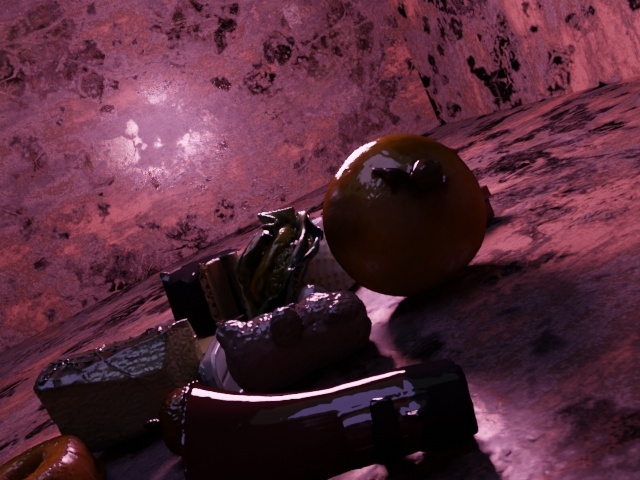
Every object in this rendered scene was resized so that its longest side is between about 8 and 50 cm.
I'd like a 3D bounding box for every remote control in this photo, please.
[{"bbox_3d":[-0.186,0.238,1.202,0.052,0.104,0.247,-23,11,8],"label":"remote control"}]

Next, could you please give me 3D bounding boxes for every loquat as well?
[{"bbox_3d":[0.170,-0.063,1.194,0.328,0.328,0.359,-29,-17,-17],"label":"loquat"}]

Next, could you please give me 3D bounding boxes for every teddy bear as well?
[{"bbox_3d":[-0.043,0.171,1.072,0.267,0.151,0.236,-31,-21,-1],"label":"teddy bear"}]

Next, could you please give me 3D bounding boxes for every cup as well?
[{"bbox_3d":[0.000,0.000,1.867,0.074,0.116,0.104,-18,21,39],"label":"cup"}]

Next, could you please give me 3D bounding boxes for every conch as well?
[{"bbox_3d":[-0.073,0.064,1.503,0.319,0.215,0.303,-21,23,24],"label":"conch"}]

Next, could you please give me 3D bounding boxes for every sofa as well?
[{"bbox_3d":[-0.301,0.143,1.695,0.182,0.200,0.258,-21,4,-44],"label":"sofa"}]

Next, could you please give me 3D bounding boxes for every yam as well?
[{"bbox_3d":[-0.357,0.271,1.168,0.271,0.202,0.201,-21,12,11],"label":"yam"}]

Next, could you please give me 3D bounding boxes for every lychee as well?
[{"bbox_3d":[-0.214,0.294,0.990,0.146,0.114,0.114,-11,11,-2],"label":"lychee"}]

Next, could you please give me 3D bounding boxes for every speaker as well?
[{"bbox_3d":[0.014,0.251,0.765,0.329,0.198,0.259,-12,-29,-5],"label":"speaker"}]

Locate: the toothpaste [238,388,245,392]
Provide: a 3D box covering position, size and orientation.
[{"bbox_3d":[-0.139,0.279,1.153,0.024,0.015,0.083,-23,6,17],"label":"toothpaste"}]

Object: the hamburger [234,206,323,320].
[{"bbox_3d":[-0.098,0.053,1.253,0.276,0.150,0.260,-70,3,-84],"label":"hamburger"}]

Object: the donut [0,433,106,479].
[{"bbox_3d":[-0.460,0.415,0.974,0.226,0.114,0.226,-25,13,6],"label":"donut"}]

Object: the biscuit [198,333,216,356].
[{"bbox_3d":[-0.198,0.236,1.407,0.322,0.038,0.099,-18,17,29],"label":"biscuit"}]

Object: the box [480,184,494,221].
[{"bbox_3d":[0.292,-0.048,1.519,0.215,0.086,0.215,-31,13,-28],"label":"box"}]
